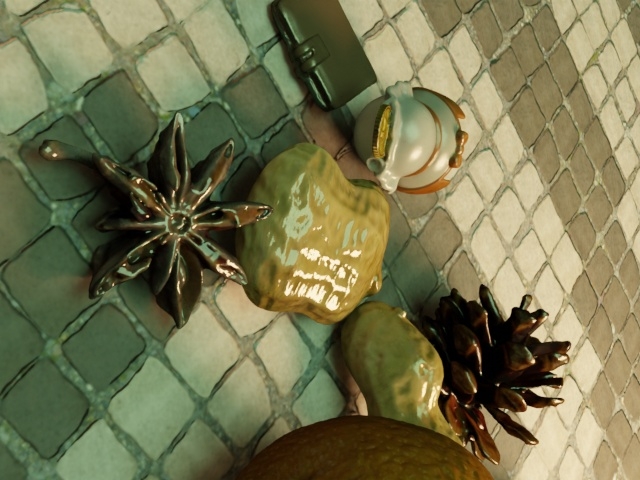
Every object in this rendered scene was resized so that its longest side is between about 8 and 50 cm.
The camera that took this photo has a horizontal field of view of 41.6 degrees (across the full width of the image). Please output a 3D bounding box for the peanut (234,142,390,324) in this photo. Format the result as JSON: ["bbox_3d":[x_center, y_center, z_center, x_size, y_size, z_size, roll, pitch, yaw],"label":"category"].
[{"bbox_3d":[0.000,0.000,0.976,0.233,0.110,0.196,25,76,-39],"label":"peanut"}]

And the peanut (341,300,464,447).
[{"bbox_3d":[0.101,0.197,1.018,0.101,0.117,0.263,-8,77,-36],"label":"peanut"}]

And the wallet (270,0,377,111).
[{"bbox_3d":[0.004,-0.245,1.060,0.118,0.039,0.152,-39,108,-42],"label":"wallet"}]

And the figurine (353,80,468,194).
[{"bbox_3d":[0.114,-0.125,1.050,0.271,0.143,0.143,-34,114,-81],"label":"figurine"}]

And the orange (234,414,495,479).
[{"bbox_3d":[0.053,0.345,0.839,0.322,0.322,0.357,-60,137,-30],"label":"orange"}]

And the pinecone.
[{"bbox_3d":[0.230,0.167,1.118,0.201,0.202,0.229,-28,96,-5],"label":"pinecone"}]

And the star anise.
[{"bbox_3d":[-0.162,-0.028,0.836,0.209,0.089,0.231,-39,107,-24],"label":"star anise"}]
